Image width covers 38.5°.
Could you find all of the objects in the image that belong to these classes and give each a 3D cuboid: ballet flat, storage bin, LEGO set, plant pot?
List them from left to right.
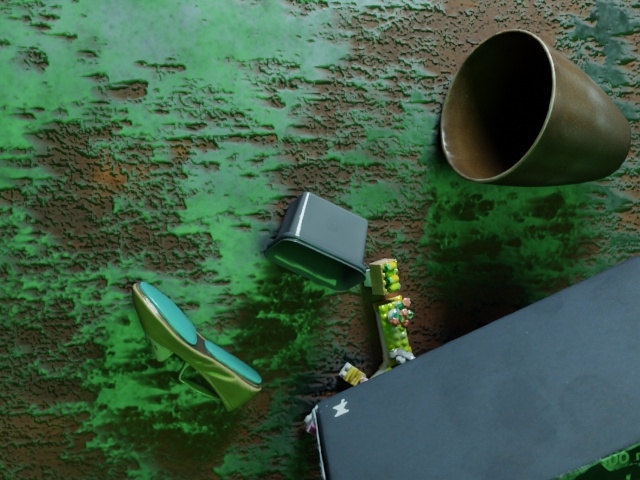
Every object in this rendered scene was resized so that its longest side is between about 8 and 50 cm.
[{"bbox_3d":[-0.181,0.153,1.238,0.232,0.080,0.073,43,98,-17],"label":"ballet flat"},{"bbox_3d":[0.000,0.000,1.276,0.135,0.098,0.091,26,61,-19],"label":"storage bin"},{"bbox_3d":[0.091,0.175,1.311,0.132,0.107,0.287,23,89,-19],"label":"LEGO set"},{"bbox_3d":[0.329,-0.163,1.314,0.230,0.215,0.215,13,93,-34],"label":"plant pot"}]

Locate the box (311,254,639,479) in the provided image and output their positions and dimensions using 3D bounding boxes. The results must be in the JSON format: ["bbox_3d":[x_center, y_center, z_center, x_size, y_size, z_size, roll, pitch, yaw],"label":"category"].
[{"bbox_3d":[0.314,0.356,1.184,0.480,0.297,0.472,-26,119,7],"label":"box"}]
